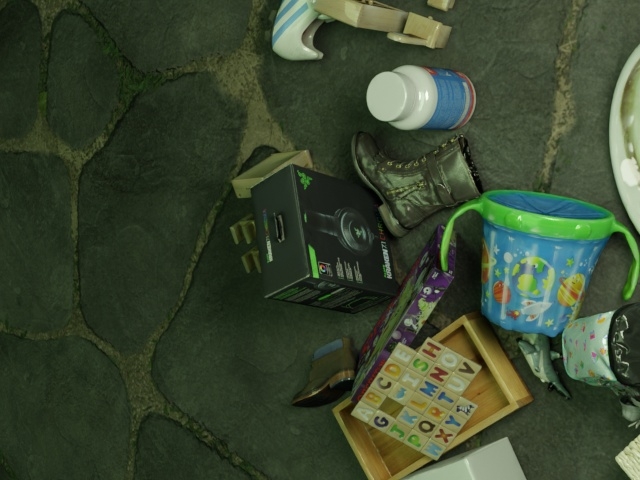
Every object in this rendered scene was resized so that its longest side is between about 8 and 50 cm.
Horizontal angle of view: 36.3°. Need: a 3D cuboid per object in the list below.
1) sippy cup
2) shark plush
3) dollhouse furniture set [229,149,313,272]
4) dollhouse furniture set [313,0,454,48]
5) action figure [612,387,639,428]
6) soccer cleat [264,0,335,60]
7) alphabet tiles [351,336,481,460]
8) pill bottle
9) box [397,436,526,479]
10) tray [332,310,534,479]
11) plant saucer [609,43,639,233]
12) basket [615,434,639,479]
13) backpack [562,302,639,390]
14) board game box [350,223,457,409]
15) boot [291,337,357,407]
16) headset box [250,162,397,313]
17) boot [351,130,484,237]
[{"bbox_3d":[0.383,0.043,1.728,0.306,0.240,0.224,20,109,43],"label":"sippy cup"},{"bbox_3d":[0.425,0.224,1.831,0.067,0.073,0.161,-28,69,7],"label":"shark plush"},{"bbox_3d":[-0.076,-0.060,2.188,0.212,0.161,0.242,-2,115,40],"label":"dollhouse furniture set"},{"bbox_3d":[0.141,-0.591,1.903,0.303,0.174,0.355,30,113,33],"label":"dollhouse furniture set"},{"bbox_3d":[0.578,0.189,1.643,0.185,0.099,0.284,36,107,60],"label":"action figure"},{"bbox_3d":[-0.016,-0.547,2.092,0.143,0.116,0.331,19,109,20],"label":"soccer cleat"},{"bbox_3d":[0.200,0.301,1.888,0.198,0.009,0.237,29,117,-3],"label":"alphabet tiles"},{"bbox_3d":[0.191,-0.271,1.862,0.124,0.222,0.124,5,97,39],"label":"pill bottle"},{"bbox_3d":[0.310,0.589,1.886,0.215,0.168,0.345,-31,75,37],"label":"box"},{"bbox_3d":[0.219,0.336,1.998,0.411,0.076,0.202,-42,69,35],"label":"tray"},{"bbox_3d":[0.615,-0.147,1.543,0.400,0.101,0.400,168,90,-73],"label":"plant saucer"},{"bbox_3d":[0.604,0.391,1.663,0.167,0.113,0.103,54,128,22],"label":"basket"},{"bbox_3d":[0.480,0.176,1.605,0.182,0.115,0.151,139,140,-73],"label":"backpack"},{"bbox_3d":[0.166,0.150,1.946,0.056,0.208,0.346,29,116,0],"label":"board game box"},{"bbox_3d":[0.009,0.300,2.182,0.219,0.082,0.106,-33,52,41],"label":"boot"},{"bbox_3d":[0.000,0.000,1.972,0.131,0.283,0.246,-28,60,38],"label":"headset box"},{"bbox_3d":[0.201,-0.151,1.966,0.229,0.091,0.262,-33,79,32],"label":"boot"}]
